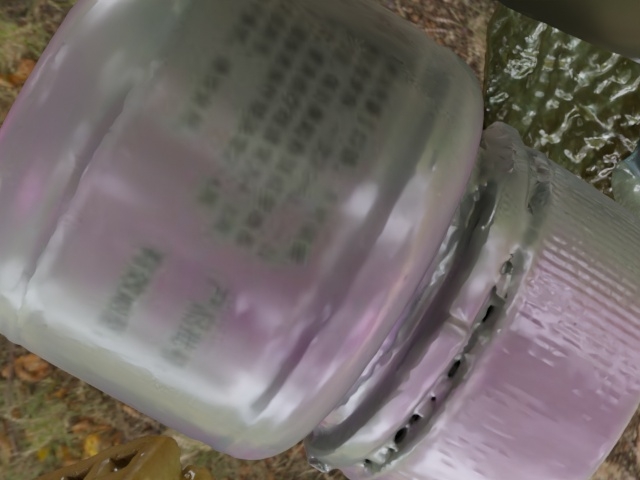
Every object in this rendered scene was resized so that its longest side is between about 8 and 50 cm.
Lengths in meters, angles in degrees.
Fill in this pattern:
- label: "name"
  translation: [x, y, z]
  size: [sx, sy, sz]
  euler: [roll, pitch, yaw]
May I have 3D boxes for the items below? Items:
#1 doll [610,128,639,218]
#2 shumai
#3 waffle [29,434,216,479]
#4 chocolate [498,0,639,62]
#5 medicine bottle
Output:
- label: "doll"
  translation: [0.266, -0.081, 0.647]
  size: [0.214, 0.071, 0.103]
  euler: [-60, 30, 4]
- label: "shumai"
  translation: [0.368, -0.149, 0.935]
  size: [0.324, 0.323, 0.398]
  euler: [-17, 108, 45]
- label: "waffle"
  translation: [-0.251, 0.288, 0.802]
  size: [0.327, 0.224, 0.098]
  euler: [-25, 107, 35]
- label: "chocolate"
  translation: [0.142, -0.259, 0.264]
  size: [0.314, 0.326, 0.297]
  euler: [47, 69, -14]
- label: "medicine bottle"
  translation: [0.000, 0.000, 0.543]
  size: [0.324, 0.256, 0.256]
  euler: [29, 102, -8]
